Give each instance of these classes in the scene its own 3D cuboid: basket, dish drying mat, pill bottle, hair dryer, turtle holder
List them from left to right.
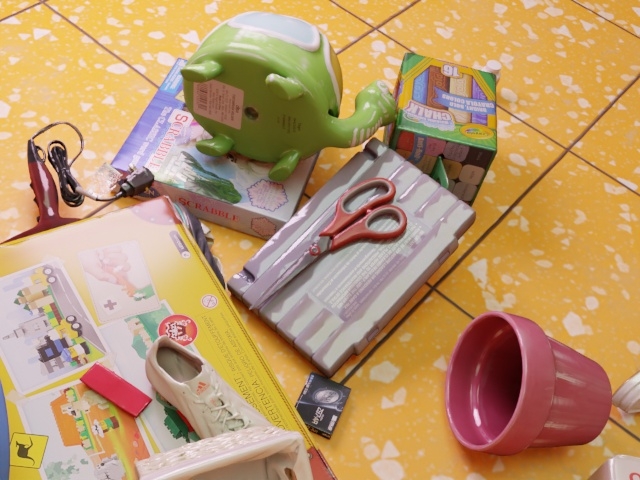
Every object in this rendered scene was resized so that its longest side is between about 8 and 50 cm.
[{"bbox_3d":[-0.423,-0.042,1.286,0.224,0.080,0.293,27,60,18],"label":"hair dryer"},{"bbox_3d":[-0.238,0.174,0.948,0.083,0.008,0.032,30,50,13],"label":"dish drying mat"},{"bbox_3d":[-0.100,0.260,0.823,0.167,0.103,0.113,-12,94,-22],"label":"basket"},{"bbox_3d":[-0.056,-0.260,1.334,0.320,0.243,0.227,0,45,29],"label":"turtle holder"},{"bbox_3d":[0.347,-0.332,1.689,0.043,0.083,0.043,6,50,-7],"label":"pill bottle"}]

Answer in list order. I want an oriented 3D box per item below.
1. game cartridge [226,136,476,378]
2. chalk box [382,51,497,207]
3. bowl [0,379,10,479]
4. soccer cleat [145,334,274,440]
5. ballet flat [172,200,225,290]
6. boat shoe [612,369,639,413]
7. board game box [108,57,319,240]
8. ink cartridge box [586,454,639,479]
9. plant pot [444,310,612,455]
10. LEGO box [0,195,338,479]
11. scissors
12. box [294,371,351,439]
[{"bbox_3d":[0.054,0.022,1.295,0.230,0.068,0.355,41,74,15],"label":"game cartridge"},{"bbox_3d":[0.203,-0.167,1.455,0.179,0.180,0.289,14,46,-2],"label":"chalk box"},{"bbox_3d":[-0.473,0.241,0.886,0.077,0.391,0.391,11,38,-53],"label":"bowl"},{"bbox_3d":[-0.124,0.184,0.921,0.196,0.076,0.068,36,52,16],"label":"soccer cleat"},{"bbox_3d":[-0.198,0.020,1.304,0.074,0.074,0.203,-11,48,-20],"label":"ballet flat"},{"bbox_3d":[0.583,0.231,1.272,0.277,0.098,0.096,-11,54,-22],"label":"boat shoe"},{"bbox_3d":[-0.165,-0.170,1.458,0.318,0.066,0.318,17,50,2],"label":"board game box"},{"bbox_3d":[0.466,0.447,1.059,0.207,0.117,0.283,11,51,-3],"label":"ink cartridge box"},{"bbox_3d":[0.307,0.217,1.176,0.180,0.201,0.201,15,48,-19],"label":"plant pot"},{"bbox_3d":[-0.266,0.221,1.036,0.373,0.193,0.500,-19,58,-26],"label":"LEGO box"},{"bbox_3d":[0.000,0.000,1.270,0.297,0.021,0.109,-28,69,-8],"label":"scissors"},{"bbox_3d":[0.000,0.240,1.191,0.067,0.018,0.083,23,51,8],"label":"box"}]
